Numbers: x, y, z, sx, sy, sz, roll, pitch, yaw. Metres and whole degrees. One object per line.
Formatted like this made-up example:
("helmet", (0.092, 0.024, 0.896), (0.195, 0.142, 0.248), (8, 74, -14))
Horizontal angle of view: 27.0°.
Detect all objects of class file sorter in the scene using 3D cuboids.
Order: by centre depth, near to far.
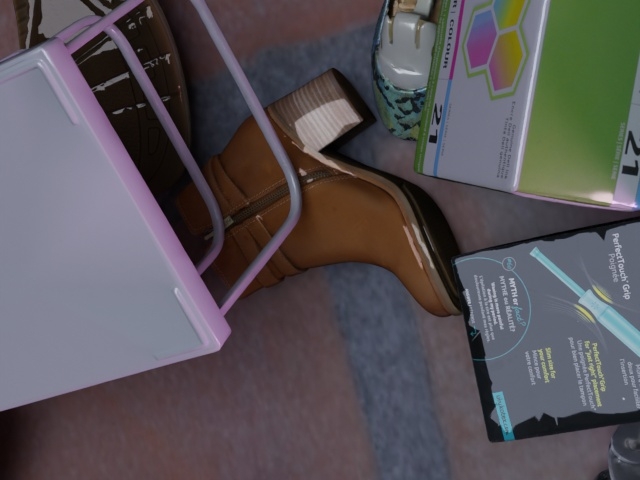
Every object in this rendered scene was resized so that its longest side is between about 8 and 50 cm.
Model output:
("file sorter", (-0.183, -0.023, 0.847), (0.277, 0.173, 0.193), (-18, 110, 30))

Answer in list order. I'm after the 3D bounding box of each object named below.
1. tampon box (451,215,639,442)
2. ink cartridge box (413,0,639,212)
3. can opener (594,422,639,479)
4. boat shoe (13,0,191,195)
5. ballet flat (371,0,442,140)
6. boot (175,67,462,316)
("tampon box", (0.179, 0.050, 0.830), (0.161, 0.101, 0.120), (-11, 88, 17))
("ink cartridge box", (0.162, -0.112, 0.753), (0.097, 0.255, 0.189), (7, 95, -21))
("can opener", (0.311, 0.181, 0.821), (0.283, 0.076, 0.095), (17, 129, 16))
("boat shoe", (-0.169, -0.177, 0.943), (0.109, 0.098, 0.302), (-22, 103, 11))
("ballet flat", (0.067, -0.161, 0.881), (0.070, 0.070, 0.188), (11, 95, 17))
("boot", (0.000, 0.000, 0.908), (0.152, 0.073, 0.197), (-37, 72, 17))
